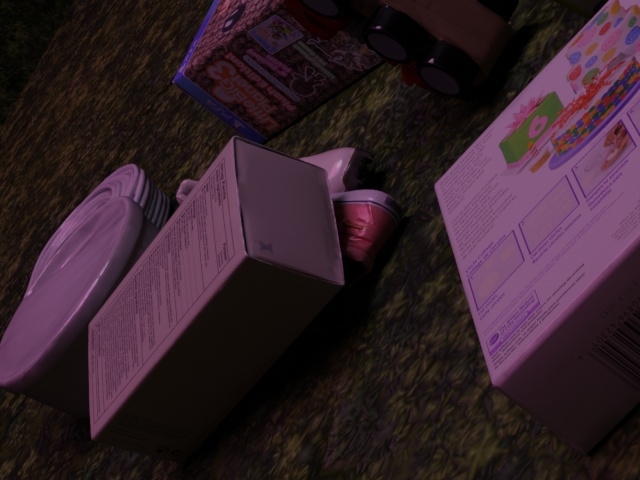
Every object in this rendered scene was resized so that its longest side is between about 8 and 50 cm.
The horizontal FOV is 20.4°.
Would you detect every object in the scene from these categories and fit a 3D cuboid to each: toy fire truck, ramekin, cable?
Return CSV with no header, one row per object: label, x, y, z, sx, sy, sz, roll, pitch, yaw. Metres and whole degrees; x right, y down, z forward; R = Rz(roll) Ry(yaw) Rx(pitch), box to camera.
toy fire truck,0.071,-0.233,1.822,0.158,0.217,0.246,-60,6,-18
ramekin,-0.263,0.090,2.135,0.273,0.127,0.273,-46,21,23
cable,-0.301,0.020,2.401,0.257,0.089,0.257,-49,19,10

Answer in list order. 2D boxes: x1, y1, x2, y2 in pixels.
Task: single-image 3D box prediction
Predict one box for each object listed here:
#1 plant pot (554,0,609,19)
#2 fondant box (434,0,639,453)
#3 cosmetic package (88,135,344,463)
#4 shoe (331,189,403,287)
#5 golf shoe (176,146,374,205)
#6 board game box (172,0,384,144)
plant pot,0.223,-0.344,1.582,0.227,0.228,0.207,-42,48,27
fondant box,0.211,-0.031,1.300,0.238,0.096,0.330,-47,21,17
cosmetic package,-0.111,0.064,1.739,0.309,0.113,0.160,-48,35,37
shoe,0.000,0.000,1.755,0.178,0.063,0.081,-6,47,49
golf shoe,-0.053,-0.046,1.899,0.273,0.120,0.105,-27,30,49
board game box,-0.015,-0.289,2.189,0.291,0.141,0.232,-30,30,48
